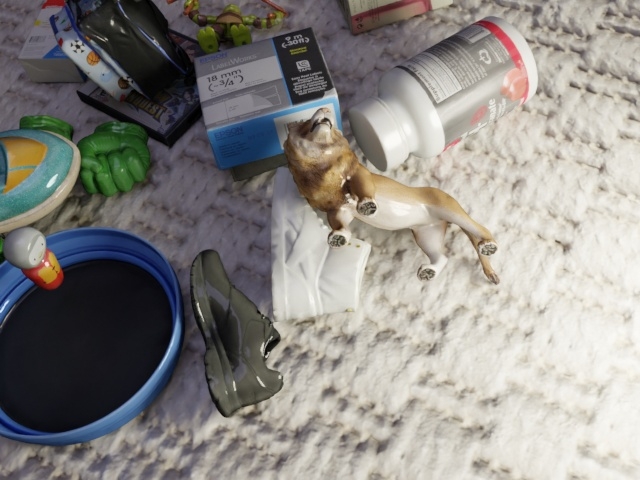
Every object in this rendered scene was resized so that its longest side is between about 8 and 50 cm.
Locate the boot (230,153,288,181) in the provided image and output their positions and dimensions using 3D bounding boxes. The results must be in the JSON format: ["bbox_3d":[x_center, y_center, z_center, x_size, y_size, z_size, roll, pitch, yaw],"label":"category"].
[{"bbox_3d":[-0.066,-0.154,1.415,0.208,0.076,0.189,-14,42,-7],"label":"boot"}]

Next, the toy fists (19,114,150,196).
[{"bbox_3d":[-0.471,-0.162,1.463,0.279,0.096,0.142,4,64,-4],"label":"toy fists"}]

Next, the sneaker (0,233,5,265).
[{"bbox_3d":[-0.643,-0.015,1.414,0.146,0.134,0.343,9,58,-4],"label":"sneaker"}]

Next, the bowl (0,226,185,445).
[{"bbox_3d":[-0.414,0.156,1.271,0.391,0.077,0.391,-5,56,7],"label":"bowl"}]

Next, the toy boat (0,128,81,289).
[{"bbox_3d":[-0.519,-0.065,1.280,0.267,0.148,0.318,-27,64,-11],"label":"toy boat"}]

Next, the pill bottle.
[{"bbox_3d":[0.216,-0.258,1.370,0.318,0.176,0.176,-31,57,-10],"label":"pill bottle"}]

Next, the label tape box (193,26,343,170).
[{"bbox_3d":[-0.112,-0.306,1.443,0.241,0.106,0.333,-15,49,-1],"label":"label tape box"}]

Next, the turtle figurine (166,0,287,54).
[{"bbox_3d":[-0.209,-0.464,1.632,0.270,0.087,0.217,7,33,-5],"label":"turtle figurine"}]

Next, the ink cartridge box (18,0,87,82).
[{"bbox_3d":[-0.572,-0.467,1.714,0.134,0.078,0.231,3,57,11],"label":"ink cartridge box"}]

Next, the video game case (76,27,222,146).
[{"bbox_3d":[-0.341,-0.341,1.614,0.275,0.035,0.248,28,65,26],"label":"video game case"}]

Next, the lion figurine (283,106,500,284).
[{"bbox_3d":[0.116,-0.063,1.256,0.392,0.142,0.240,26,27,-21],"label":"lion figurine"}]

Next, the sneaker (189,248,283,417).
[{"bbox_3d":[-0.136,0.139,1.227,0.130,0.109,0.286,-14,64,-7],"label":"sneaker"}]

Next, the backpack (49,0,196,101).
[{"bbox_3d":[-0.410,-0.432,1.528,0.213,0.276,0.263,-27,52,7],"label":"backpack"}]

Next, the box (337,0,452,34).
[{"bbox_3d":[0.149,-0.561,1.614,0.232,0.127,0.148,-17,55,-2],"label":"box"}]

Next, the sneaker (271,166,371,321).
[{"bbox_3d":[0.000,0.000,1.293,0.169,0.108,0.292,-4,61,1],"label":"sneaker"}]
